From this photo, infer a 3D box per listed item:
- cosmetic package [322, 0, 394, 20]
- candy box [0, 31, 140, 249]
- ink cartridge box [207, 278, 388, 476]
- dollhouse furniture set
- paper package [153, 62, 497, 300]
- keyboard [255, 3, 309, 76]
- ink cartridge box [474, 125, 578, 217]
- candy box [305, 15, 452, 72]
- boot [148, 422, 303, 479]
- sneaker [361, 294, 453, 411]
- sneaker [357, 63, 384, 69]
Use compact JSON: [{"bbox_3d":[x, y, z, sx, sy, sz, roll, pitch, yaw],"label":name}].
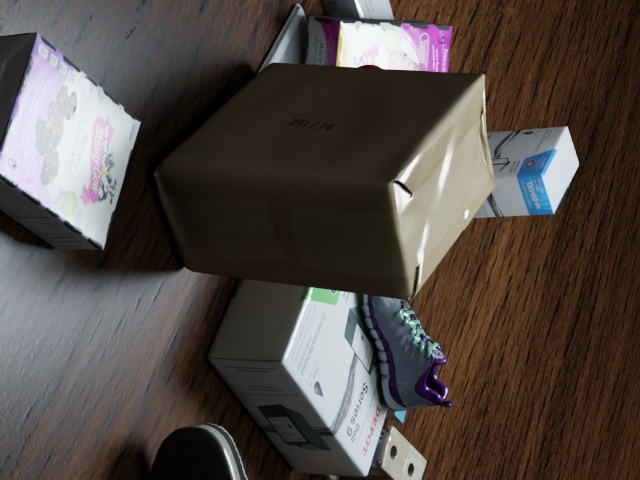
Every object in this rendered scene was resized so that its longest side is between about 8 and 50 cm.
[{"bbox_3d":[0.077,-0.287,2.280,0.099,0.060,0.239,-55,135,-46],"label":"cosmetic package"},{"bbox_3d":[-0.292,-0.102,1.624,0.196,0.070,0.164,42,54,-52],"label":"candy box"},{"bbox_3d":[-0.011,0.160,2.063,0.289,0.122,0.211,57,42,-43],"label":"ink cartridge box"},{"bbox_3d":[0.081,0.266,2.215,0.129,0.129,0.183,50,49,-48],"label":"dollhouse furniture set"},{"bbox_3d":[0.017,-0.087,1.896,0.309,0.325,0.168,-50,138,-47],"label":"paper package"},{"bbox_3d":[-0.063,-0.219,2.088,0.256,0.014,0.072,-64,147,-36],"label":"keyboard"},{"bbox_3d":[0.312,-0.114,2.548,0.148,0.203,0.086,-58,135,-44],"label":"ink cartridge box"},{"bbox_3d":[0.083,-0.240,2.191,0.233,0.071,0.159,-6,105,-42],"label":"candy box"},{"bbox_3d":[-0.080,0.377,1.931,0.284,0.138,0.377,-30,110,-60],"label":"boot"},{"bbox_3d":[0.125,0.129,2.082,0.083,0.098,0.223,-46,128,-55],"label":"sneaker"},{"bbox_3d":[0.062,-0.140,2.121,0.128,0.087,0.221,-15,125,-66],"label":"sneaker"}]
